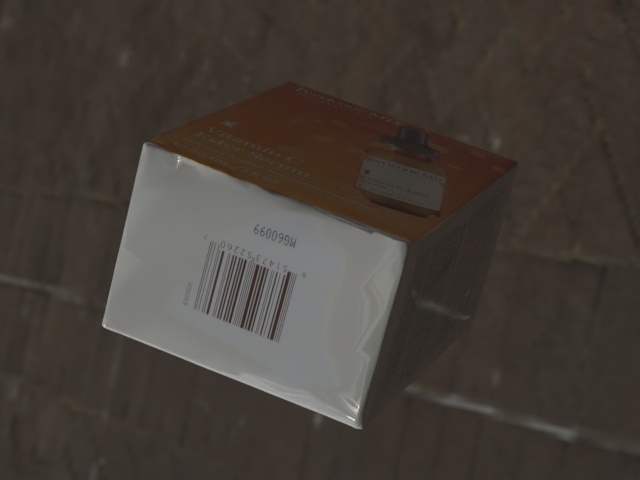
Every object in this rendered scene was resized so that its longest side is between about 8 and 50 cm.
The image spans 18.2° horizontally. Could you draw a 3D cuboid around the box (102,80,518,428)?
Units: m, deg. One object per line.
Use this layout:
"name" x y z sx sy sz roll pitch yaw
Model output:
"box" 0.000 0.000 0.919 0.170 0.130 0.091 -35 -38 -65
